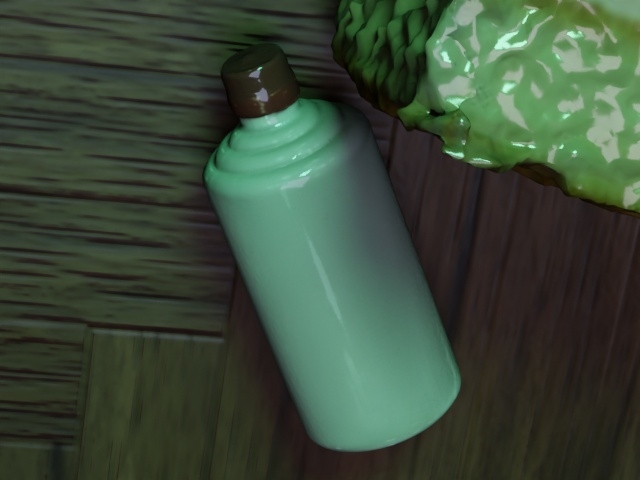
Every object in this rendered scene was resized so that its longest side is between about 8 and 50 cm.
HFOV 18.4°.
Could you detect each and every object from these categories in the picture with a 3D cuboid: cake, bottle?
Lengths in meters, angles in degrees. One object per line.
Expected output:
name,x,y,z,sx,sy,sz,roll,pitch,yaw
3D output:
cake,0.185,-0.172,1.009,0.293,0.314,0.306,20,100,-18
bottle,0.000,0.000,1.160,0.104,0.104,0.245,-20,114,1
